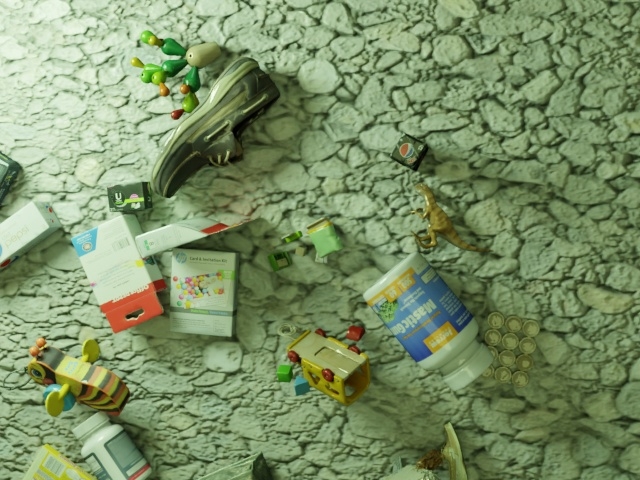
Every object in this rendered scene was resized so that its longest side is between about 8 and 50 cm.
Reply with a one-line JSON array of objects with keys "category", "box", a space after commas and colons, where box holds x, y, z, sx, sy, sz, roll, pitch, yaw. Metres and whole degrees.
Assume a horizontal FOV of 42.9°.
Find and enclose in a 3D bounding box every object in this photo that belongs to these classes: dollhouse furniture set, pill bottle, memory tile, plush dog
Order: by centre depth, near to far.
[{"category": "pill bottle", "box": [0.226, 0.169, 1.669, 0.152, 0.152, 0.272, -41, 86, 9]}, {"category": "plush dog", "box": [0.226, 0.584, 1.686, 0.210, 0.262, 0.225, -37, 101, -30]}, {"category": "memory tile", "box": [0.396, 0.230, 1.718, 0.113, 0.012, 0.148, 12, 94, 7]}, {"category": "dollhouse furniture set", "box": [-0.036, 0.013, 1.723, 0.151, 0.058, 0.076, -26, 85, 28]}, {"category": "pill bottle", "box": [-0.466, 0.472, 1.812, 0.108, 0.108, 0.180, -35, 88, 9]}]

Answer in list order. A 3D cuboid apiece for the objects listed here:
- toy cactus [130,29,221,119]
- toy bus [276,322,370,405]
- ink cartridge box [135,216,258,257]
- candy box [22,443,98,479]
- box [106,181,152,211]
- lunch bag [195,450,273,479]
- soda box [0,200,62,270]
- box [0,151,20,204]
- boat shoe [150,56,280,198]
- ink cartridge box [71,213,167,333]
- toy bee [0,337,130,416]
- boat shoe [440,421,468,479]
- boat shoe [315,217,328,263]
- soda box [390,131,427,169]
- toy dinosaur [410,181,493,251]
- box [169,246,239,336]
[{"category": "toy cactus", "box": [-0.297, -0.368, 1.747, 0.180, 0.112, 0.219, -27, 65, -14]}, {"category": "toy bus", "box": [0.009, 0.269, 1.728, 0.190, 0.202, 0.105, -7, 123, 2]}, {"category": "ink cartridge box", "box": [-0.253, -0.030, 1.714, 0.224, 0.181, 0.056, -20, 94, 9]}, {"category": "candy box", "box": [-0.577, 0.569, 1.874, 0.205, 0.027, 0.105, 34, 100, 5]}, {"category": "box", "box": [-0.421, -0.096, 1.799, 0.083, 0.052, 0.062, -6, 93, 10]}, {"category": "lunch bag", "box": [-0.216, 0.630, 1.754, 0.286, 0.169, 0.235, -25, 90, 5]}, {"category": "soda box", "box": [-0.697, -0.001, 1.837, 0.216, 0.069, 0.074, -34, 88, 9]}, {"category": "box", "box": [-0.817, -0.119, 1.853, 0.183, 0.059, 0.233, 31, 98, 5]}, {"category": "boat shoe", "box": [-0.222, -0.219, 1.724, 0.130, 0.132, 0.355, 40, 99, 4]}, {"category": "ink cartridge box", "box": [-0.434, 0.073, 1.798, 0.134, 0.078, 0.231, -23, 90, 10]}, {"category": "toy bee", "box": [-0.571, 0.295, 1.771, 0.298, 0.195, 0.162, -4, 131, -4]}, {"category": "boat shoe", "box": [0.278, 0.454, 1.729, 0.045, 0.050, 0.136, -14, 91, 4]}, {"category": "boat shoe", "box": [0.000, 0.000, 1.753, 0.035, 0.035, 0.100, 2, 100, 6]}, {"category": "soda box", "box": [0.181, -0.178, 1.646, 0.053, 0.169, 0.060, 29, 97, 7]}, {"category": "toy dinosaur", "box": [0.253, -0.024, 1.699, 0.112, 0.064, 0.212, -38, 88, 7]}, {"category": "box", "box": [-0.256, 0.113, 1.795, 0.145, 0.038, 0.186, 4, 93, 8]}]
